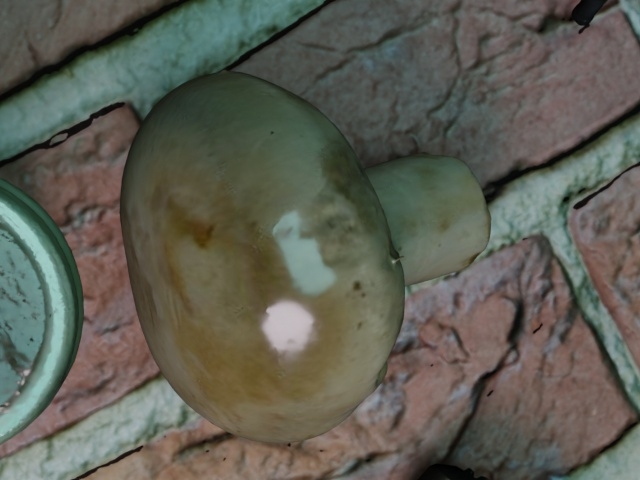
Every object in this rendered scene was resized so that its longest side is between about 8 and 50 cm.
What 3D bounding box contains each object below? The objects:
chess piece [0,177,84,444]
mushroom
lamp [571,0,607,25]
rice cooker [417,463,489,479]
[{"bbox_3d":[-0.267,0.036,1.009,0.194,0.299,0.195,-1,96,-9],"label":"chess piece"},{"bbox_3d":[0.000,0.000,1.075,0.290,0.292,0.293,-16,98,-24],"label":"mushroom"},{"bbox_3d":[0.342,-0.242,1.163,0.227,0.147,0.172,14,80,-2],"label":"lamp"},{"bbox_3d":[0.136,0.262,1.185,0.165,0.112,0.106,35,84,-11],"label":"rice cooker"}]
